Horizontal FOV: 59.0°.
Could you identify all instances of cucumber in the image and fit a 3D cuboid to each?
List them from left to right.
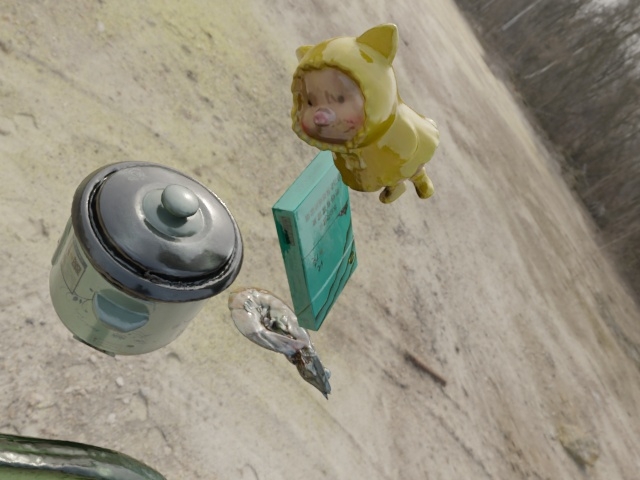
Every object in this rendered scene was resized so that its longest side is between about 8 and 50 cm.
[{"bbox_3d":[-0.232,0.194,0.448,0.243,0.115,0.063,29,20,-37],"label":"cucumber"}]

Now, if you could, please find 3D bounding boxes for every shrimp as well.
[{"bbox_3d":[-0.087,0.200,1.163,0.164,0.062,0.317,-2,40,-45],"label":"shrimp"}]

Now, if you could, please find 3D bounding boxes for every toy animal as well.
[{"bbox_3d":[0.061,-0.141,0.685,0.230,0.156,0.156,57,22,-32],"label":"toy animal"}]

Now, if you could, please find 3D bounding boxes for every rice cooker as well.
[{"bbox_3d":[-0.275,0.026,0.892,0.264,0.317,0.317,33,31,-13],"label":"rice cooker"}]

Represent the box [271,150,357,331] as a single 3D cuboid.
[{"bbox_3d":[0.000,0.000,0.840,0.161,0.042,0.227,-53,145,-42],"label":"box"}]
